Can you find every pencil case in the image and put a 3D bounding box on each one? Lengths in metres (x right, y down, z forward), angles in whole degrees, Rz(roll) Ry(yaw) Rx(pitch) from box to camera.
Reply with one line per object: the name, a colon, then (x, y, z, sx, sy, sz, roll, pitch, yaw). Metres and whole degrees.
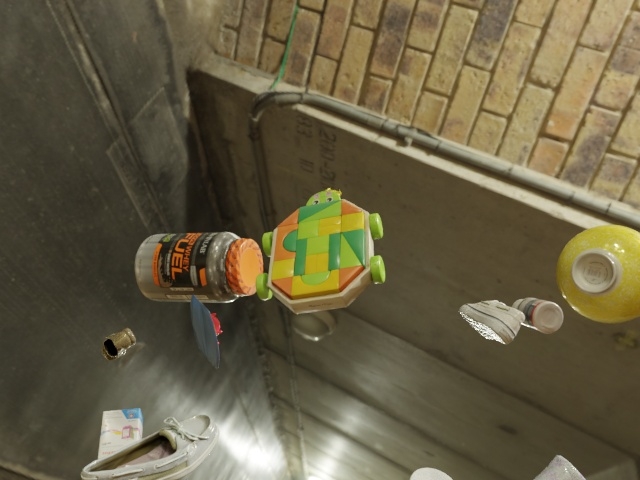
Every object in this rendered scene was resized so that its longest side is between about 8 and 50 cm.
pencil case: (0.582, 0.696, 1.494, 0.273, 0.113, 0.124, -40, 167, -7)

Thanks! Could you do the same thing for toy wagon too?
toy wagon: (0.000, 0.000, 1.223, 0.068, 0.266, 0.345, 65, 20, -46)

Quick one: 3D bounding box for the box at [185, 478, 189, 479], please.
box: (-0.265, 0.695, 1.411, 0.067, 0.063, 0.324, -43, 136, -15)

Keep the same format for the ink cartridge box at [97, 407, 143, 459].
ink cartridge box: (-0.474, 0.470, 1.343, 0.052, 0.088, 0.123, 98, -15, -46)

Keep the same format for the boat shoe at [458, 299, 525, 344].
boat shoe: (0.383, 0.172, 1.246, 0.075, 0.083, 0.226, -43, -169, -3)

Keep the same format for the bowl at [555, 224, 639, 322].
bowl: (0.798, 0.092, 1.605, 0.156, 0.289, 0.290, 7, 106, -48)

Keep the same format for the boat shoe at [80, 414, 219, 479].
boat shoe: (-0.366, 0.472, 1.251, 0.320, 0.118, 0.103, -19, 118, -37)

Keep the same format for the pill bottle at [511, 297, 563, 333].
pill bottle: (0.742, 0.254, 1.952, 0.180, 0.107, 0.108, -173, -74, -81)

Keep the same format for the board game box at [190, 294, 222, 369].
board game box: (-0.233, 0.188, 1.200, 0.033, 0.168, 0.133, -13, 111, -29)

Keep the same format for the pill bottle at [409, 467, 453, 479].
pill bottle: (0.280, 0.775, 1.539, 0.162, 0.162, 0.279, -39, 142, -61)

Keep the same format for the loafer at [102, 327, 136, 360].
loafer: (-0.469, 0.238, 1.278, 0.050, 0.056, 0.148, -25, 170, -45)

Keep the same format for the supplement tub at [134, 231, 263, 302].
supplement tub: (-0.354, 0.079, 1.663, 0.207, 0.337, 0.207, -2, 90, -69)
